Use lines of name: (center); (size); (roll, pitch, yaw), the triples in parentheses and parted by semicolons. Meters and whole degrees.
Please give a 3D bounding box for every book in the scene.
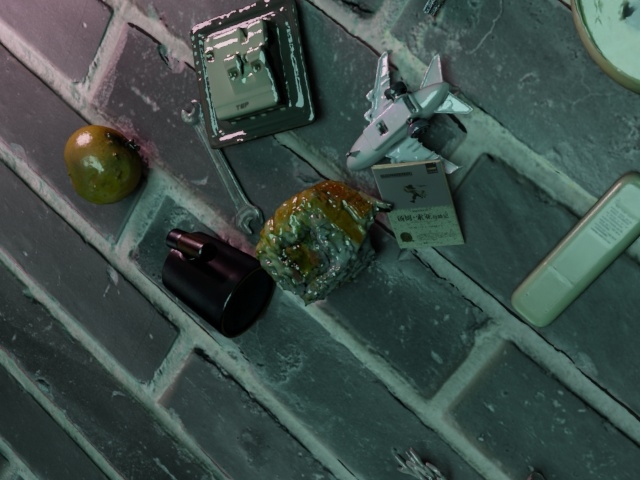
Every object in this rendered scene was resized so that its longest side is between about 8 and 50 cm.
book: (0.173, -0.060, 1.297); (0.127, 0.014, 0.181); (-3, 127, 28)

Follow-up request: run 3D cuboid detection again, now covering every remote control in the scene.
remote control: (0.432, 0.023, 1.210); (0.090, 0.038, 0.309); (42, 118, 12)

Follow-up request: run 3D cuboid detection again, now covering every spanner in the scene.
spanner: (-0.203, -0.149, 1.518); (0.071, 0.017, 0.302); (-29, 88, 30)

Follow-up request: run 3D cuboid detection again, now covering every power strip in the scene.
power strip: (-0.144, -0.317, 1.404); (0.257, 0.092, 0.251); (-10, 98, 30)

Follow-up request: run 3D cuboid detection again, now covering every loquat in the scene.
loquat: (-0.470, -0.157, 1.582); (0.172, 0.149, 0.204); (53, 130, 3)

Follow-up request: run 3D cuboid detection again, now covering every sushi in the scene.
sushi: (0.000, 0.000, 1.359); (0.184, 0.139, 0.274); (53, 140, 6)

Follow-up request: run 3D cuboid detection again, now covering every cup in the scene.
cup: (-0.204, 0.053, 1.472); (0.177, 0.166, 0.239); (31, 135, 24)

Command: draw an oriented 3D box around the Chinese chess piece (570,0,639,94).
Chinese chess piece: (0.524, -0.362, 1.012); (0.349, 0.146, 0.349); (6, 104, 27)

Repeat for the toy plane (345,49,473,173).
toy plane: (0.131, -0.201, 1.281); (0.255, 0.101, 0.251); (-36, 73, 29)

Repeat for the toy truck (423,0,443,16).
toy truck: (0.200, -0.416, 1.235); (0.024, 0.032, 0.083); (40, 116, 19)

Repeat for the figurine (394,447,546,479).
figurine: (0.260, 0.513, 1.344); (0.316, 0.206, 0.284); (-29, 93, 24)
